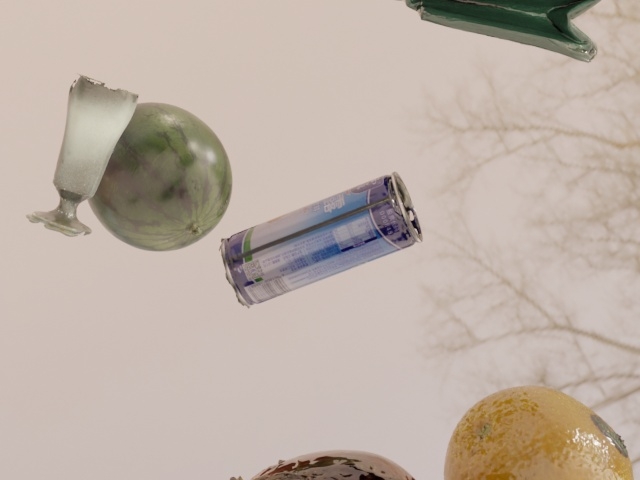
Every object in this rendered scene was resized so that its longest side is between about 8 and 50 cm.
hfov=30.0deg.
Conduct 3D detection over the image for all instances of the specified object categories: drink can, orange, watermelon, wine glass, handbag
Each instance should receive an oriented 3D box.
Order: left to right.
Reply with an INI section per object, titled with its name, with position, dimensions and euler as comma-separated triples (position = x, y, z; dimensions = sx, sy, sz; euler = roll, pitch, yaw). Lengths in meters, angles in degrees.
[wine glass]
position = -0.239, -0.084, 1.198
dimensions = 0.072, 0.072, 0.155
euler = 16, -85, -39
[watermelon]
position = -0.260, -0.100, 1.905
dimensions = 0.242, 0.242, 0.242
euler = -13, -38, -11
[drink can]
position = 0.000, 0.000, 1.461
dimensions = 0.235, 0.097, 0.097
euler = -22, -37, 12
[handbag]
position = 0.217, -0.312, 1.517
dimensions = 0.238, 0.326, 0.089
euler = 9, -73, -6
[orange]
position = 0.254, 0.282, 1.389
dimensions = 0.236, 0.236, 0.236
euler = -13, -38, -11

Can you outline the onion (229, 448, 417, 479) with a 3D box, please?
[onion]
position = -0.025, 0.359, 1.136
dimensions = 0.353, 0.354, 0.354
euler = -13, -38, -11
